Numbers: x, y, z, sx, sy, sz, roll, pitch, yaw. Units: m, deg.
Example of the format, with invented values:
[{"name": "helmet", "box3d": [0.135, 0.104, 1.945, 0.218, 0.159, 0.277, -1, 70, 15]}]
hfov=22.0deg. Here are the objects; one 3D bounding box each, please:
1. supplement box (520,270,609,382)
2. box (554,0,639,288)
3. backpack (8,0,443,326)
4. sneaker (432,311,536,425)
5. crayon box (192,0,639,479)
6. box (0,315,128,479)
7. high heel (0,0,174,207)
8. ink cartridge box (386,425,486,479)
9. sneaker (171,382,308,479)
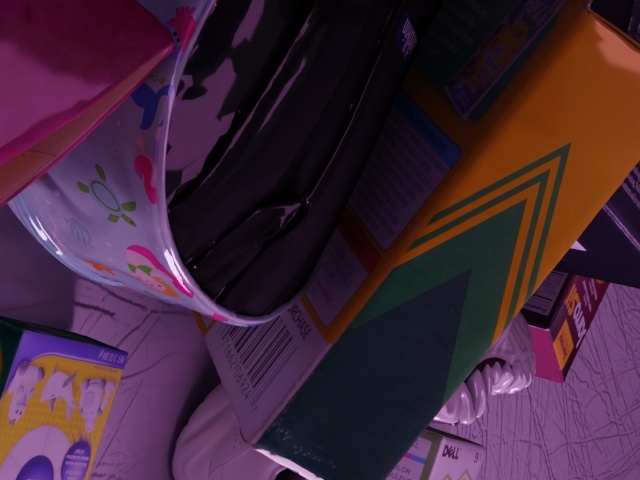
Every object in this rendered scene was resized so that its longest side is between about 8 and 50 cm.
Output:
[{"name": "supplement box", "box3d": [0.216, 0.020, 1.506, 0.188, 0.080, 0.104, -61, 152, -23]}, {"name": "box", "box3d": [0.194, -0.155, 1.228, 0.343, 0.179, 0.313, 34, 71, -64]}, {"name": "backpack", "box3d": [-0.054, -0.095, 0.787, 0.225, 0.191, 0.254, 48, 57, -63]}, {"name": "sneaker", "box3d": [0.111, 0.058, 1.265, 0.292, 0.110, 0.118, -19, 119, -74]}, {"name": "crayon box", "box3d": [0.064, -0.043, 0.888, 0.083, 0.203, 0.323, 32, 101, -25]}, {"name": "box", "box3d": [-0.169, 0.132, 0.866, 0.105, 0.043, 0.179, 22, 87, -63]}, {"name": "high heel", "box3d": [-0.187, 0.053, 0.604, 0.127, 0.181, 0.377, 178, -70, -78]}, {"name": "ink cartridge box", "box3d": [0.081, 0.205, 1.373, 0.109, 0.062, 0.209, 26, 81, -63]}, {"name": "sneaker", "box3d": [0.008, 0.088, 1.051, 0.090, 0.115, 0.232, 14, 107, -59]}]
